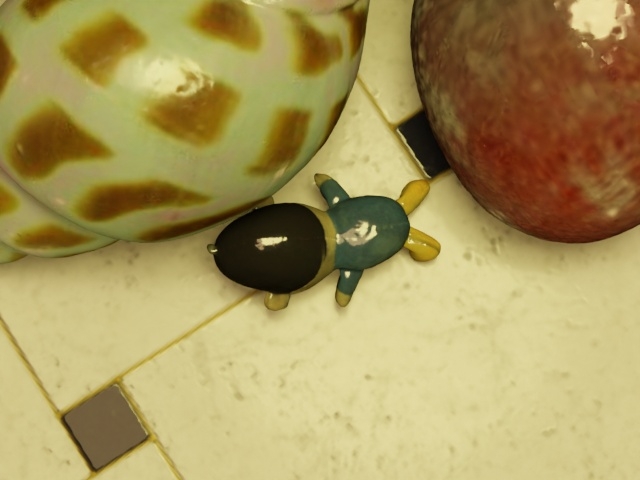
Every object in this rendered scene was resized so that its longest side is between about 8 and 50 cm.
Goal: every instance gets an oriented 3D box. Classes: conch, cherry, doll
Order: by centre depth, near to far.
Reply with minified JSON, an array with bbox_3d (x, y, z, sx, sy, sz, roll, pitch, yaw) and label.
[{"bbox_3d":[-0.127,-0.096,1.169,0.368,0.249,0.197,-10,89,23],"label":"conch"},{"bbox_3d":[0.179,-0.140,1.170,0.236,0.213,0.285,14,96,43],"label":"cherry"},{"bbox_3d":[0.000,0.000,1.216,0.179,0.089,0.102,-5,81,-26],"label":"doll"}]
